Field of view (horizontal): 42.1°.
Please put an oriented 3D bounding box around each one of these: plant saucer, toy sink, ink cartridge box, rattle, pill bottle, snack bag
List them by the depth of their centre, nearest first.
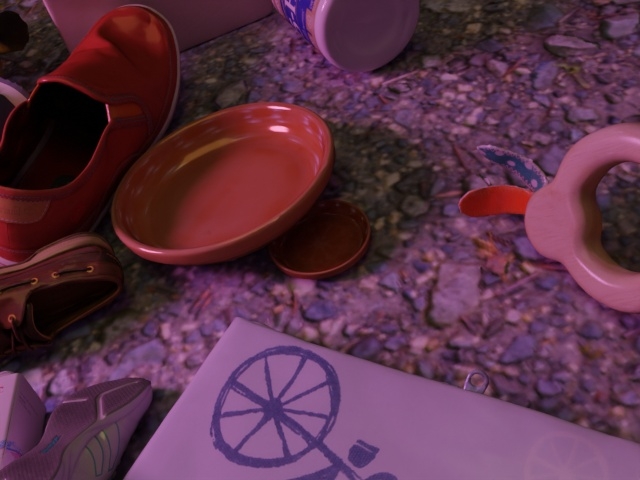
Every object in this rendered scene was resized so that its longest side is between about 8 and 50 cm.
[{"bbox_3d":[0.014,0.201,0.448,0.342,0.037,0.323,12,52,28],"label":"snack bag"},{"bbox_3d":[-0.241,0.157,0.557,0.088,0.052,0.122,-12,45,4],"label":"ink cartridge box"},{"bbox_3d":[0.218,-0.029,0.594,0.143,0.130,0.200,-26,17,-25],"label":"rattle"},{"bbox_3d":[0.000,0.000,0.668,0.083,0.013,0.083,-9,44,9],"label":"plant saucer"},{"bbox_3d":[-0.080,-0.046,0.711,0.200,0.037,0.200,-13,41,11],"label":"plant saucer"},{"bbox_3d":[0.010,-0.260,0.853,0.112,0.112,0.186,-27,44,-10],"label":"pill bottle"},{"bbox_3d":[-0.194,-0.304,0.931,0.234,0.153,0.131,-25,44,-7],"label":"toy sink"}]

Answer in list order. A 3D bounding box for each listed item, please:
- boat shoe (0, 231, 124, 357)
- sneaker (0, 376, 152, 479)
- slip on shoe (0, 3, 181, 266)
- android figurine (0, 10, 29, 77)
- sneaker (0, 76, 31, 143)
[{"bbox_3d":[-0.237,0.056,0.648,0.178,0.064,0.060,-29,43,-16],"label":"boat shoe"},{"bbox_3d":[-0.158,0.146,0.547,0.054,0.061,0.152,-2,26,26],"label":"sneaker"},{"bbox_3d":[-0.214,-0.120,0.771,0.123,0.101,0.331,14,52,5],"label":"slip on shoe"},{"bbox_3d":[-0.436,-0.250,0.912,0.273,0.248,0.056,-1,8,29],"label":"android figurine"},{"bbox_3d":[-0.437,-0.112,0.830,0.319,0.112,0.131,6,35,24],"label":"sneaker"}]
